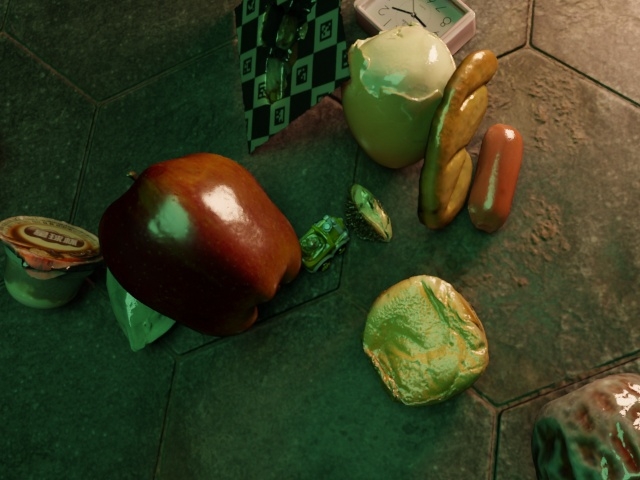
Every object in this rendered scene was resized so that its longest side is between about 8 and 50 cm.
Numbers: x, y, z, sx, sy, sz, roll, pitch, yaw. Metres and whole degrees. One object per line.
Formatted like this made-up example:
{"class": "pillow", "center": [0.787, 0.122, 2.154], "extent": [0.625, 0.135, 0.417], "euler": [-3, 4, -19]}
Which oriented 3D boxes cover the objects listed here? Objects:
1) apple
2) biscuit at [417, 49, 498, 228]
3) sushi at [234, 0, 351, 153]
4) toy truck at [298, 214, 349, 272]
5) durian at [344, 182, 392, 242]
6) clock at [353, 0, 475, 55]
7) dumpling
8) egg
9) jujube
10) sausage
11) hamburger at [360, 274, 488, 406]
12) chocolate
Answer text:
{"class": "apple", "center": [-0.200, 0.004, 1.043], "extent": [0.317, 0.288, 0.288], "euler": [43, 88, -7]}
{"class": "biscuit", "center": [0.222, -0.162, 1.022], "extent": [0.045, 0.154, 0.299], "euler": [21, 111, 34]}
{"class": "sushi", "center": [-0.039, -0.370, 1.169], "extent": [0.320, 0.068, 0.340], "euler": [-26, 65, 47]}
{"class": "toy truck", "center": [0.000, 0.000, 1.116], "extent": [0.076, 0.077, 0.111], "euler": [43, 88, 17]}
{"class": "durian", "center": [0.080, -0.044, 1.139], "extent": [0.066, 0.052, 0.130], "euler": [-20, 73, -33]}
{"class": "clock", "center": [0.179, -0.425, 1.187], "extent": [0.150, 0.063, 0.197], "euler": [-41, 72, 1]}
{"class": "dumpling", "center": [-0.319, 0.092, 1.146], "extent": [0.149, 0.105, 0.217], "euler": [-19, 70, 14]}
{"class": "egg", "center": [0.135, -0.242, 1.075], "extent": [0.201, 0.245, 0.201], "euler": [-1, 33, 1]}
{"class": "jujube", "center": [0.427, 0.353, 0.855], "extent": [0.215, 0.246, 0.308], "euler": [-4, 56, -33]}
{"class": "sausage", "center": [0.304, -0.110, 1.081], "extent": [0.077, 0.077, 0.194], "euler": [13, 79, 15]}
{"class": "hamburger", "center": [0.169, 0.163, 1.025], "extent": [0.213, 0.108, 0.214], "euler": [-3, 76, 13]}
{"class": "chocolate", "center": [-0.513, 0.058, 1.171], "extent": [0.221, 0.221, 0.147], "euler": [23, 103, 16]}
